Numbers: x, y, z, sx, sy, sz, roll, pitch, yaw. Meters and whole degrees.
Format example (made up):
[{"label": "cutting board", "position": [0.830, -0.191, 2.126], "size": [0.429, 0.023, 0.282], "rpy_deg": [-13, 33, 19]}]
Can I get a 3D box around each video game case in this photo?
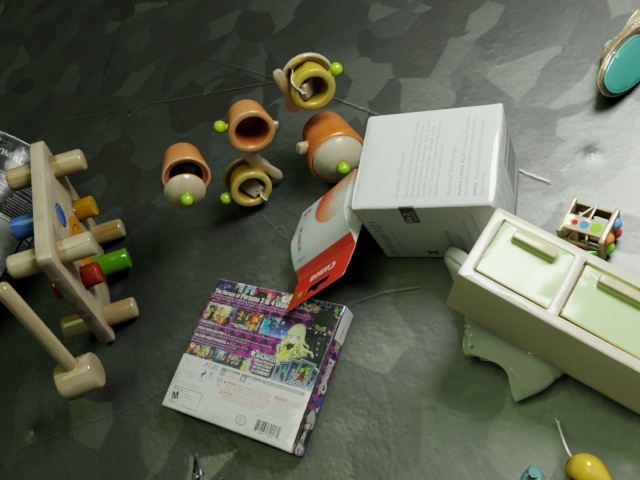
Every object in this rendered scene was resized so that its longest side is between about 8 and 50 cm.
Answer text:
[{"label": "video game case", "position": [-0.092, 0.172, 0.906], "size": [0.232, 0.042, 0.210], "rpy_deg": [8, 66, 30]}]

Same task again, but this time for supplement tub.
[{"label": "supplement tub", "position": [-0.647, -0.023, 1.195], "size": [0.207, 0.207, 0.338], "rpy_deg": [9, 66, 30]}]

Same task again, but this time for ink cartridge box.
[{"label": "ink cartridge box", "position": [0.000, 0.000, 0.893], "size": [0.145, 0.045, 0.179], "rpy_deg": [-37, 22, 46]}]

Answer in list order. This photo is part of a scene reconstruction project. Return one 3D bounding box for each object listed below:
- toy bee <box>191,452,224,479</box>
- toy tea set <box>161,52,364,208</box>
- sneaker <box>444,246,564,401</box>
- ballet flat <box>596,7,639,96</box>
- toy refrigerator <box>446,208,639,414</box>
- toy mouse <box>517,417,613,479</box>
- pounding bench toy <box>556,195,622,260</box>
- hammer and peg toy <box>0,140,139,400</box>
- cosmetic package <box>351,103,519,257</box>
[{"label": "toy bee", "position": [-0.040, 0.380, 0.677], "size": [0.162, 0.299, 0.195], "rpy_deg": [-5, 23, -20]}, {"label": "toy tea set", "position": [-0.081, -0.127, 0.980], "size": [0.336, 0.200, 0.124], "rpy_deg": [-30, 45, 7]}, {"label": "sneaker", "position": [0.204, 0.100, 0.785], "size": [0.094, 0.080, 0.212], "rpy_deg": [-45, 54, 14]}, {"label": "ballet flat", "position": [0.449, -0.283, 0.901], "size": [0.206, 0.073, 0.067], "rpy_deg": [-45, 25, -7]}, {"label": "toy refrigerator", "position": [0.284, 0.080, 0.681], "size": [0.269, 0.094, 0.102], "rpy_deg": [30, 65, 17]}, {"label": "toy mouse", "position": [0.255, 0.284, 0.647], "size": [0.143, 0.031, 0.161], "rpy_deg": [-31, 64, -19]}, {"label": "pounding bench toy", "position": [0.333, 0.000, 0.790], "size": [0.065, 0.052, 0.083], "rpy_deg": [23, 74, 34]}, {"label": "hammer and peg toy", "position": [-0.385, 0.043, 0.994], "size": [0.127, 0.266, 0.361], "rpy_deg": [-18, 53, -6]}, {"label": "cosmetic package", "position": [0.162, -0.074, 0.857], "size": [0.183, 0.151, 0.152], "rpy_deg": [-1, 62, 27]}]
